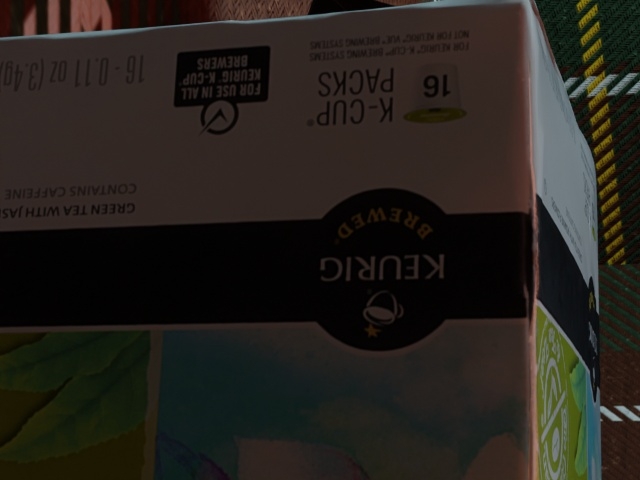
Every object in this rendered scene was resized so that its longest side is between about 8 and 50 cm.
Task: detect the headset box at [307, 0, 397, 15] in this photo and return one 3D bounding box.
[{"bbox_3d":[0.000,0.000,1.021,0.218,0.110,0.293,-74,180,-45],"label":"headset box"}]

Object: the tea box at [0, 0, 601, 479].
[{"bbox_3d":[-0.060,0.098,0.560,0.220,0.329,0.323,39,50,-69],"label":"tea box"}]
